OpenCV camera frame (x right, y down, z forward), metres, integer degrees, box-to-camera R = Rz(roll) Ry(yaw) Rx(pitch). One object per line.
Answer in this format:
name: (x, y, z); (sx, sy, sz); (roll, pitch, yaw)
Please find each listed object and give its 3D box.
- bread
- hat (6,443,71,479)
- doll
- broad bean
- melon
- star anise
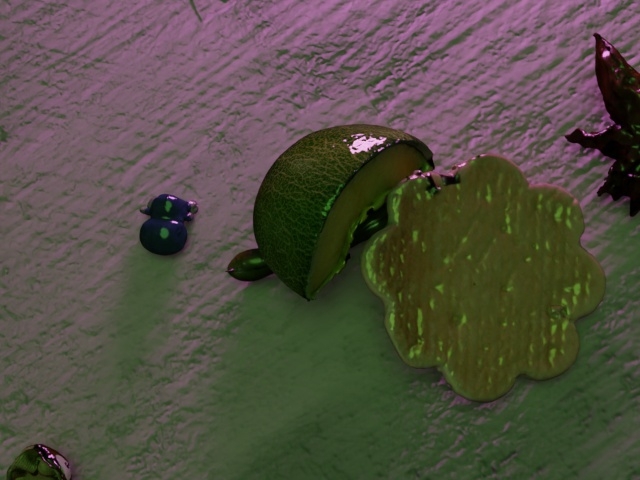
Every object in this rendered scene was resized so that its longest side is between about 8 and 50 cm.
bread: (0.202, 0.042, 1.457); (0.316, 0.054, 0.316); (2, 83, -13)
hat: (-0.345, 0.297, 1.477); (0.077, 0.059, 0.076); (42, 98, 20)
doll: (-0.208, -0.022, 1.556); (0.076, 0.050, 0.083); (7, 77, 12)
broad bean: (0.000, 0.001, 1.525); (0.256, 0.052, 0.052); (-22, 68, -3)
melon: (0.001, -0.077, 1.477); (0.169, 0.129, 0.265); (26, 62, 33)
star anise: (0.456, -0.121, 1.465); (0.237, 0.148, 0.346); (-41, 65, -3)
